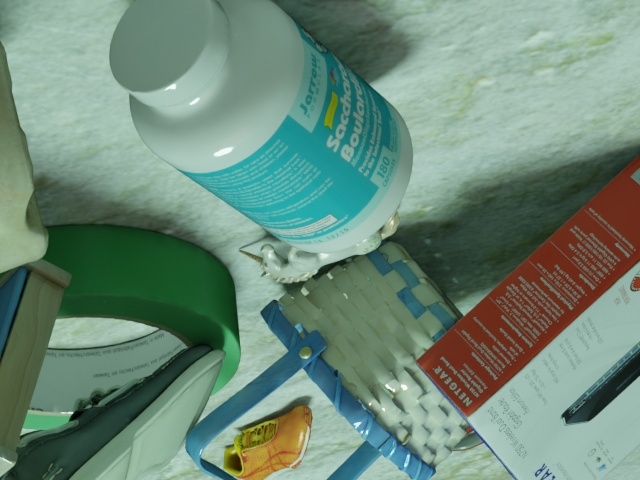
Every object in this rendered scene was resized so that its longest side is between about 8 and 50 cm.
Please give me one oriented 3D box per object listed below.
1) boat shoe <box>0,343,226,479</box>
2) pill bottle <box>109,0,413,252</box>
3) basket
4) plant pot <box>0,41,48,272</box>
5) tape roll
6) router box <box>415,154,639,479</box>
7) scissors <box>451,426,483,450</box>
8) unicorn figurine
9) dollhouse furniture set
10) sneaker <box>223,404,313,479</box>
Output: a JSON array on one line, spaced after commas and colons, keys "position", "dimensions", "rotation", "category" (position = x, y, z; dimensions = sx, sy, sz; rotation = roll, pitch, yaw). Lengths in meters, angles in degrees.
[{"position": [-0.187, 0.163, 1.623], "dimensions": [0.099, 0.319, 0.116], "rotation": [27, 120, 13], "category": "boat shoe"}, {"position": [-0.048, -0.099, 1.380], "dimensions": [0.146, 0.146, 0.264], "rotation": [-20, 150, 24], "category": "pill bottle"}, {"position": [0.025, 0.159, 1.779], "dimensions": [0.289, 0.201, 0.255], "rotation": [-44, 147, -3], "category": "basket"}, {"position": [-0.363, -0.061, 1.253], "dimensions": [0.305, 0.334, 0.334], "rotation": [-14, 153, -9], "category": "plant pot"}, {"position": [-0.240, 0.094, 1.775], "dimensions": [0.321, 0.077, 0.321], "rotation": [-5, 153, -3], "category": "tape roll"}, {"position": [0.273, 0.101, 1.740], "dimensions": [0.301, 0.082, 0.335], "rotation": [-43, 147, -1], "category": "router box"}, {"position": [0.213, 0.184, 2.102], "dimensions": [0.109, 0.021, 0.297], "rotation": [14, 145, -29], "category": "scissors"}, {"position": [0.000, 0.000, 1.666], "dimensions": [0.161, 0.060, 0.111], "rotation": [-7, 151, 1], "category": "unicorn figurine"}, {"position": [-0.416, 0.087, 1.520], "dimensions": [0.303, 0.198, 0.286], "rotation": [30, 137, -21], "category": "dollhouse furniture set"}, {"position": [-0.062, 0.243, 2.106], "dimensions": [0.067, 0.064, 0.175], "rotation": [19, 141, -22], "category": "sneaker"}]
